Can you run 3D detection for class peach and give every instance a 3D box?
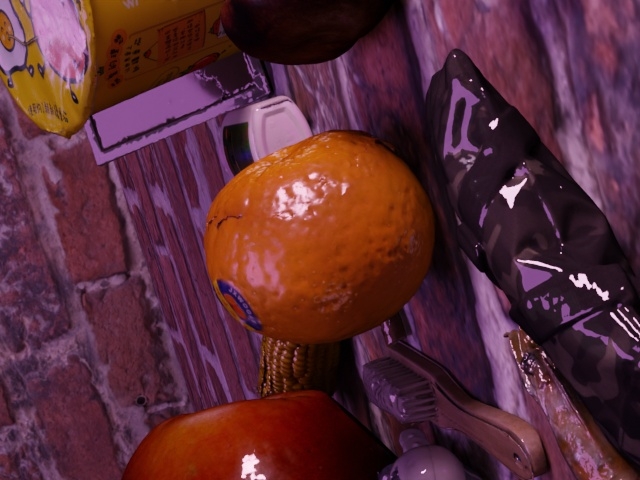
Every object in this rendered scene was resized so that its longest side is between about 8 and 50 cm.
[{"bbox_3d":[-0.035,0.350,1.368,0.406,0.310,0.335,48,174,17],"label":"peach"}]

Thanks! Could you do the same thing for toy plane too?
[{"bbox_3d":[0.124,0.316,1.180,0.252,0.118,0.252,171,90,-89],"label":"toy plane"}]

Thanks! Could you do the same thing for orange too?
[{"bbox_3d":[0.000,-0.001,1.047,0.193,0.219,0.219,46,170,-16],"label":"orange"}]

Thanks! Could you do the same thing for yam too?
[{"bbox_3d":[0.059,0.043,1.225,0.032,0.032,0.145,145,105,-73],"label":"yam"}]

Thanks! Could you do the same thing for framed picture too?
[{"bbox_3d":[-0.216,-0.250,1.467,0.018,0.293,0.231,-20,-88,-62],"label":"framed picture"}]

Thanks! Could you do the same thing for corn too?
[{"bbox_3d":[-0.024,0.136,1.473,0.318,0.115,0.115,96,150,-52],"label":"corn"}]

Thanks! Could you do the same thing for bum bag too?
[{"bbox_3d":[0.156,0.010,0.771,0.340,0.095,0.144,63,178,28],"label":"bum bag"}]

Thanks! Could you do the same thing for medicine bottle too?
[{"bbox_3d":[-0.073,-0.113,1.388,0.115,0.078,0.219,71,163,-8],"label":"medicine bottle"}]

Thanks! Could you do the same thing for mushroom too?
[{"bbox_3d":[-0.019,-0.277,0.990,0.227,0.148,0.218,168,99,-68],"label":"mushroom"}]

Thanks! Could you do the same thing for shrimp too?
[{"bbox_3d":[0.206,0.158,0.826,0.223,0.047,0.126,61,-174,23],"label":"shrimp"}]

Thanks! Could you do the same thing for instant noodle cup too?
[{"bbox_3d":[-0.228,-0.305,1.263,0.325,0.254,0.326,33,134,42],"label":"instant noodle cup"}]

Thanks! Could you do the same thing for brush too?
[{"bbox_3d":[0.120,0.174,1.130,0.327,0.065,0.070,-157,52,-67],"label":"brush"}]
